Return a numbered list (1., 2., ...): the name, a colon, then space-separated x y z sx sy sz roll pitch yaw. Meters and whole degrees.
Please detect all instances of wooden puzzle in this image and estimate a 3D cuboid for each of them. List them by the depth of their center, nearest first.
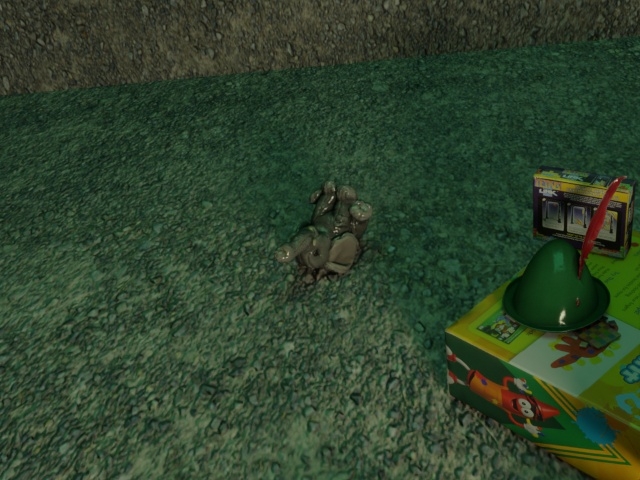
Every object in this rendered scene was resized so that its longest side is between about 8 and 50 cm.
1. wooden puzzle: 0.433 0.146 1.228 0.083 0.006 0.049 -24 36 -21

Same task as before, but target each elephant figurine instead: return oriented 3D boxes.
1. elephant figurine: 0.000 0.000 1.724 0.239 0.186 0.169 -59 17 -20

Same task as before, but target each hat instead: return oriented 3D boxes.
1. hat: 0.384 0.017 1.272 0.173 0.183 0.208 7 34 28

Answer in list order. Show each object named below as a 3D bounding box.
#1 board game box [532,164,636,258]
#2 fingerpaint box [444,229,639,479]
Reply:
1. board game box: 0.468 -0.052 1.405 0.170 0.141 0.048 15 40 32
2. fingerpaint box: 0.496 0.172 1.333 0.445 0.163 0.371 -32 39 -32
